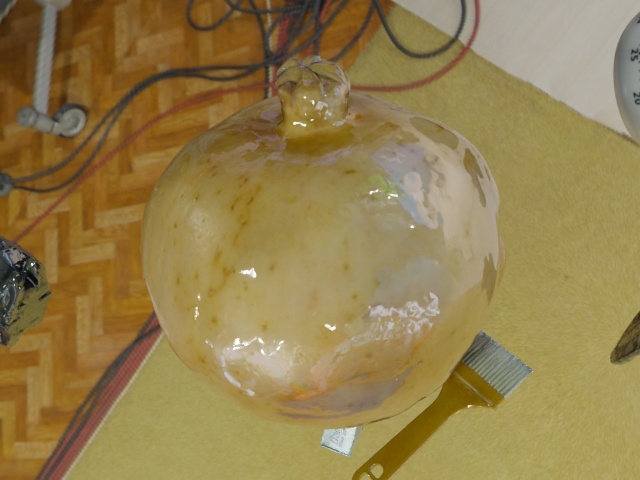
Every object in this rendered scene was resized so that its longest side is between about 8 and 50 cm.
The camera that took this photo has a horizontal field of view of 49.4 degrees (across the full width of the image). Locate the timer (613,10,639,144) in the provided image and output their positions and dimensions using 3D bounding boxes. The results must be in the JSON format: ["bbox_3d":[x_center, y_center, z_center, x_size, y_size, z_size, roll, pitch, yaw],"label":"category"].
[{"bbox_3d":[0.620,-0.261,1.055,0.285,0.285,0.285,-4,81,24],"label":"timer"}]

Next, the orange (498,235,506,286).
[{"bbox_3d":[0.207,0.034,1.078,0.155,0.177,0.177,30,95,14],"label":"orange"}]

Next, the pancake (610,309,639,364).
[{"bbox_3d":[0.466,0.095,0.954,0.021,0.199,0.199,41,100,14],"label":"pancake"}]

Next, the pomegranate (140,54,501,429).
[{"bbox_3d":[0.000,0.000,0.765,0.411,0.411,0.411,-4,81,24],"label":"pomegranate"}]

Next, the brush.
[{"bbox_3d":[0.145,0.232,0.902,0.272,0.013,0.103,-41,46,-9],"label":"brush"}]

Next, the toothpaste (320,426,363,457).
[{"bbox_3d":[0.065,0.234,1.241,0.071,0.089,0.313,18,114,13],"label":"toothpaste"}]

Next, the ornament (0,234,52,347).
[{"bbox_3d":[-0.428,0.002,0.839,0.236,0.080,0.202,44,144,3],"label":"ornament"}]
